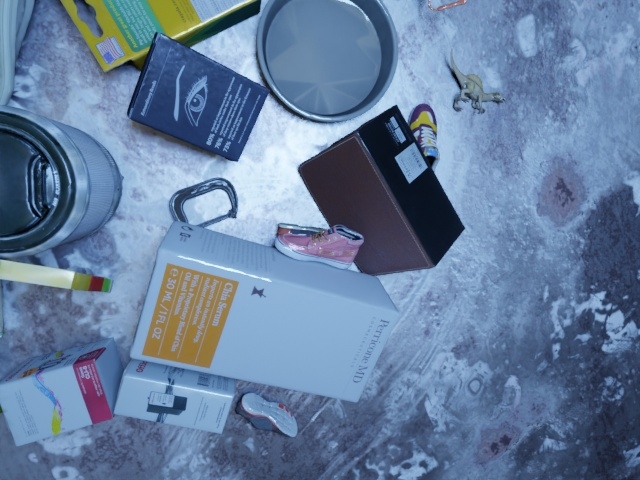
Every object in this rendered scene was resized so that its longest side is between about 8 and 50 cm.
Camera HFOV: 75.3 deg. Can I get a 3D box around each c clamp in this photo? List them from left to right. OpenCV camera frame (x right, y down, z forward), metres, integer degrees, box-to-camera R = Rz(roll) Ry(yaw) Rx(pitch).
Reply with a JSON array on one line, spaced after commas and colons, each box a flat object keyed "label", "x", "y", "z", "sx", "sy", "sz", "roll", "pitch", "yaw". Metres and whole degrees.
[{"label": "c clamp", "x": -0.241, "y": -0.054, "z": 0.869, "sx": 0.161, "sy": 0.022, "sz": 0.137, "roll": -29, "pitch": 93, "yaw": -12}]

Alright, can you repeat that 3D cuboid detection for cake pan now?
[{"label": "cake pan", "x": 0.015, "y": -0.393, "z": 0.862, "sx": 0.294, "sy": 0.054, "sz": 0.292, "roll": -1, "pitch": 97, "yaw": -11}]

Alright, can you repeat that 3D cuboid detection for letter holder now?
[{"label": "letter holder", "x": 0.123, "y": -0.090, "z": 0.890, "sx": 0.152, "sy": 0.215, "sz": 0.301, "roll": -42, "pitch": 105, "yaw": -36}]

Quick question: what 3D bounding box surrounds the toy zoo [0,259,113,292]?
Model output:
[{"label": "toy zoo", "x": -0.489, "y": 0.057, "z": 0.703, "sx": 0.193, "sy": 0.293, "sz": 0.030, "roll": 11, "pitch": 80, "yaw": -13}]

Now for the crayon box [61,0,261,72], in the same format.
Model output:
[{"label": "crayon box", "x": -0.301, "y": -0.469, "z": 0.776, "sx": 0.323, "sy": 0.083, "sz": 0.203, "roll": -30, "pitch": 102, "yaw": -7}]

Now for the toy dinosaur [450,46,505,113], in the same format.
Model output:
[{"label": "toy dinosaur", "x": 0.335, "y": -0.345, "z": 0.941, "sx": 0.183, "sy": 0.053, "sz": 0.092, "roll": 29, "pitch": 76, "yaw": -20}]

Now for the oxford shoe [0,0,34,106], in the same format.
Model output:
[{"label": "oxford shoe", "x": -0.597, "y": -0.357, "z": 0.719, "sx": 0.169, "sy": 0.130, "sz": 0.448, "roll": 21, "pitch": 108, "yaw": -19}]

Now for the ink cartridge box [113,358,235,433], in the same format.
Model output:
[{"label": "ink cartridge box", "x": -0.287, "y": 0.297, "z": 0.845, "sx": 0.209, "sy": 0.153, "sz": 0.086, "roll": 17, "pitch": 95, "yaw": -12}]

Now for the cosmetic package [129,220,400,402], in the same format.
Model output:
[{"label": "cosmetic package", "x": -0.105, "y": 0.147, "z": 0.828, "sx": 0.454, "sy": 0.161, "sz": 0.229, "roll": 16, "pitch": 108, "yaw": -15}]

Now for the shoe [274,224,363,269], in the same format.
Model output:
[{"label": "shoe", "x": 0.000, "y": 0.000, "z": 0.853, "sx": 0.178, "sy": 0.063, "sz": 0.081, "roll": 16, "pitch": 121, "yaw": -22}]

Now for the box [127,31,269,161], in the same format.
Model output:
[{"label": "box", "x": -0.225, "y": -0.260, "z": 0.764, "sx": 0.207, "sy": 0.108, "sz": 0.153, "roll": 20, "pitch": 106, "yaw": -30}]

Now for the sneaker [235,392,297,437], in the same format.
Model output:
[{"label": "sneaker", "x": -0.125, "y": 0.406, "z": 0.949, "sx": 0.158, "sy": 0.061, "sz": 0.065, "roll": 38, "pitch": 116, "yaw": -12}]

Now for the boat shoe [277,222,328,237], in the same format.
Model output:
[{"label": "boat shoe", "x": -0.027, "y": -0.009, "z": 0.908, "sx": 0.137, "sy": 0.049, "sz": 0.043, "roll": 7, "pitch": 99, "yaw": -9}]

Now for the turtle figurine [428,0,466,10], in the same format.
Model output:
[{"label": "turtle figurine", "x": 0.300, "y": -0.620, "z": 0.871, "sx": 0.270, "sy": 0.087, "sz": 0.217, "roll": -33, "pitch": 95, "yaw": 4}]

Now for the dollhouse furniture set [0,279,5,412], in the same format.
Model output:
[{"label": "dollhouse furniture set", "x": -0.719, "y": 0.193, "z": 0.793, "sx": 0.198, "sy": 0.151, "sz": 0.301, "roll": -4, "pitch": 81, "yaw": -31}]

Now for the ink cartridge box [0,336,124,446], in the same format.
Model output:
[{"label": "ink cartridge box", "x": -0.497, "y": 0.290, "z": 0.814, "sx": 0.177, "sy": 0.128, "sz": 0.127, "roll": -14, "pitch": 100, "yaw": -9}]

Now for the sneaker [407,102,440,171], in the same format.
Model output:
[{"label": "sneaker", "x": 0.234, "y": -0.210, "z": 0.913, "sx": 0.070, "sy": 0.084, "sz": 0.185, "roll": -1, "pitch": 98, "yaw": -11}]

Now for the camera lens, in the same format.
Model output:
[{"label": "camera lens", "x": -0.472, "y": -0.095, "z": 0.693, "sx": 0.220, "sy": 0.274, "sz": 0.219, "roll": -2, "pitch": 98, "yaw": -11}]
